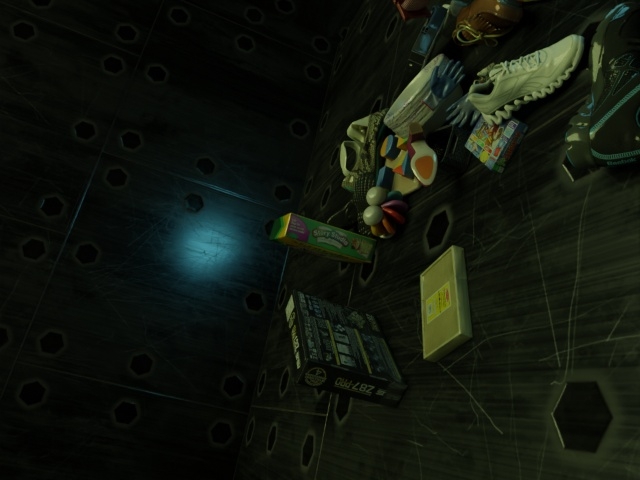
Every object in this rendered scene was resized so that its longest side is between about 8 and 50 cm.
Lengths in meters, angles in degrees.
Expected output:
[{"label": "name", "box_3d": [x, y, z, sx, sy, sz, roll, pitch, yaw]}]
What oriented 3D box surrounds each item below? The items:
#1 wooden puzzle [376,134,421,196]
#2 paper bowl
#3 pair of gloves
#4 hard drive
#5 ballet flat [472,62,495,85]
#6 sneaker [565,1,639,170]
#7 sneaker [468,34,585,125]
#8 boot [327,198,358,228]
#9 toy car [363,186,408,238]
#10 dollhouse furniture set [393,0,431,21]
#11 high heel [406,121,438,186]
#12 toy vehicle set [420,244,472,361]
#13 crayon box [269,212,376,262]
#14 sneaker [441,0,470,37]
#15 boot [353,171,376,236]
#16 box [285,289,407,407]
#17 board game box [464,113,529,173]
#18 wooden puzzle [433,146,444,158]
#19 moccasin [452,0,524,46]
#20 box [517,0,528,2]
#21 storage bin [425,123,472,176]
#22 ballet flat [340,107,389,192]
[{"label": "wooden puzzle", "box_3d": [0.297, -0.305, 1.915, 0.348, 0.080, 0.323, 144, 141, -66]}, {"label": "paper bowl", "box_3d": [0.352, -0.455, 1.674, 0.284, 0.148, 0.284, -51, 10, 12]}, {"label": "pair of gloves", "box_3d": [0.400, -0.431, 1.506, 0.159, 0.198, 0.023, -52, 2, 27]}, {"label": "hard drive", "box_3d": [0.364, -0.661, 1.886, 0.339, 0.064, 0.237, 101, -166, -68]}, {"label": "ballet flat", "box_3d": [0.484, -0.483, 1.528, 0.041, 0.041, 0.115, -112, 43, -68]}, {"label": "sneaker", "box_3d": [0.564, -0.283, 0.928, 0.139, 0.125, 0.341, 7, 75, 48]}, {"label": "sneaker", "box_3d": [0.484, -0.392, 1.219, 0.292, 0.118, 0.110, -34, 31, 49]}, {"label": "boot", "box_3d": [0.148, -0.115, 2.183, 0.236, 0.085, 0.178, -33, -9, 12]}, {"label": "toy car", "box_3d": [0.242, -0.102, 1.802, 0.136, 0.159, 0.182, -5, 62, 36]}, {"label": "dollhouse furniture set", "box_3d": [0.434, -0.884, 1.694, 0.152, 0.373, 0.201, 64, 156, 13]}, {"label": "high heel", "box_3d": [0.306, -0.236, 1.546, 0.117, 0.082, 0.244, 67, -171, -55]}, {"label": "toy vehicle set", "box_3d": [0.326, 0.165, 1.346, 0.166, 0.035, 0.267, 126, 157, -49]}, {"label": "crayon box", "box_3d": [0.000, 0.000, 2.073, 0.313, 0.362, 0.106, 174, 112, -74]}, {"label": "sneaker", "box_3d": [0.484, -0.791, 1.833, 0.232, 0.090, 0.116, -91, 15, -73]}, {"label": "boot", "box_3d": [0.179, -0.134, 1.953, 0.161, 0.083, 0.247, -17, -73, -78]}, {"label": "box", "box_3d": [0.062, 0.319, 1.569, 0.395, 0.317, 0.097, -111, 41, -66]}, {"label": "board game box", "box_3d": [0.466, -0.277, 1.363, 0.201, 0.035, 0.136, -100, 32, -61]}, {"label": "wooden puzzle", "box_3d": [0.386, -0.285, 1.705, 0.079, 0.014, 0.117, -107, 37, -58]}, {"label": "moccasin", "box_3d": [0.485, -0.647, 1.526, 0.380, 0.139, 0.147, -118, 47, -70]}, {"label": "box", "box_3d": [0.560, -0.714, 1.417, 0.058, 0.087, 0.232, -48, 22, 10]}, {"label": "storage bin", "box_3d": [0.383, -0.273, 1.561, 0.180, 0.084, 0.122, -173, 101, -74]}, {"label": "ballet flat", "box_3d": [0.181, -0.399, 2.141, 0.164, 0.181, 0.483, 103, -178, -59]}]
